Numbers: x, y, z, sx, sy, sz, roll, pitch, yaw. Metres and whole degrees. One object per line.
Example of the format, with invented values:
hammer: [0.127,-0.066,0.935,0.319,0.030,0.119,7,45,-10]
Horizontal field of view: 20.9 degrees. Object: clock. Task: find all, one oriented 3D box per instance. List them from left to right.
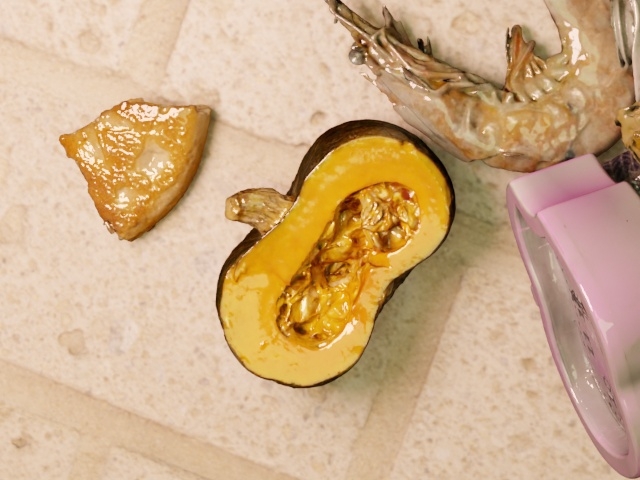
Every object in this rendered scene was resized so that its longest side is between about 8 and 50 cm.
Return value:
clock: [0.303,0.083,1.799,0.102,0.338,0.338,-21,97,-4]

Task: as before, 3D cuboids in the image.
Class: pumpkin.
pumpkin: [0.000,0.000,1.911,0.222,0.139,0.317,36,105,-2]

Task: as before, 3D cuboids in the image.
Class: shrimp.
shrimp: [0.176,-0.210,1.880,0.360,0.085,0.247,21,94,1]

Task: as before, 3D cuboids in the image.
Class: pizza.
pizza: [-0.220,-0.093,1.971,0.161,0.062,0.182,18,108,-2]

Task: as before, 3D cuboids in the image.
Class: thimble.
thimble: [0.350,-0.049,1.874,0.066,0.095,0.104,-31,128,22]

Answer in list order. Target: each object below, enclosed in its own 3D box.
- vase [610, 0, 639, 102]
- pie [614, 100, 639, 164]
vase: [0.520,-0.242,1.740,0.445,0.250,0.250,-6,100,16]
pie: [0.422,-0.057,1.797,0.282,0.129,0.068,32,62,-33]
